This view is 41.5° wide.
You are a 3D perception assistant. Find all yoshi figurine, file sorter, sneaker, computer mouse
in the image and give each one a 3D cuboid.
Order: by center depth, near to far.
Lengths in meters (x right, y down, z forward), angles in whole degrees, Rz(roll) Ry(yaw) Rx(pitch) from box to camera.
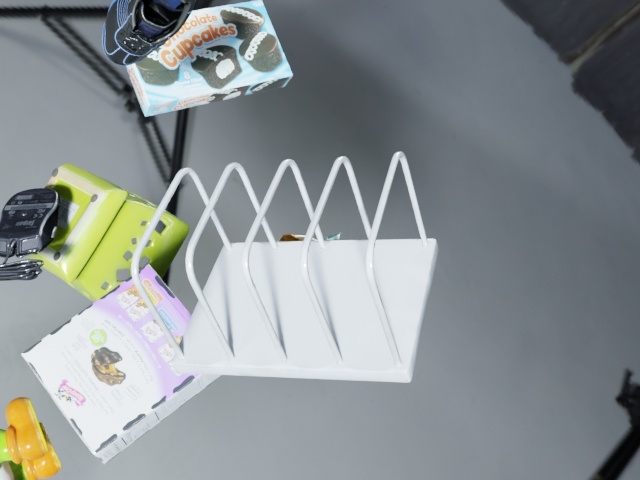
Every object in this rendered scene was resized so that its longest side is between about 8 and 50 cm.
[{"bbox_3d":[-0.036,0.022,0.924,0.193,0.278,0.173,-71,150,-42],"label":"file sorter"},{"bbox_3d":[-0.228,-0.285,1.091,0.081,0.232,0.090,27,52,-23],"label":"sneaker"},{"bbox_3d":[-0.612,0.365,1.323,0.362,0.203,0.203,-26,100,-20],"label":"yoshi figurine"},{"bbox_3d":[-0.531,0.006,1.406,0.184,0.060,0.262,-7,35,-3],"label":"computer mouse"}]

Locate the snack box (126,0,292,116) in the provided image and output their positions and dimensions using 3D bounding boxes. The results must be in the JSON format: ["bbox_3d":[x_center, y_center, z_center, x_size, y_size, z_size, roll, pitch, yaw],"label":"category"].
[{"bbox_3d":[-0.238,-0.380,1.743,0.322,0.060,0.187,-18,79,-25],"label":"snack box"}]

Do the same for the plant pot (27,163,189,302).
[{"bbox_3d":[-0.432,-0.010,1.621,0.227,0.228,0.207,-59,142,-8],"label":"plant pot"}]

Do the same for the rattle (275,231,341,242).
[{"bbox_3d":[0.000,0.000,1.447,0.200,0.142,0.130,-21,41,-30],"label":"rattle"}]

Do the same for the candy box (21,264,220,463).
[{"bbox_3d":[-0.247,0.156,1.080,0.196,0.070,0.165,-36,72,-17],"label":"candy box"}]
